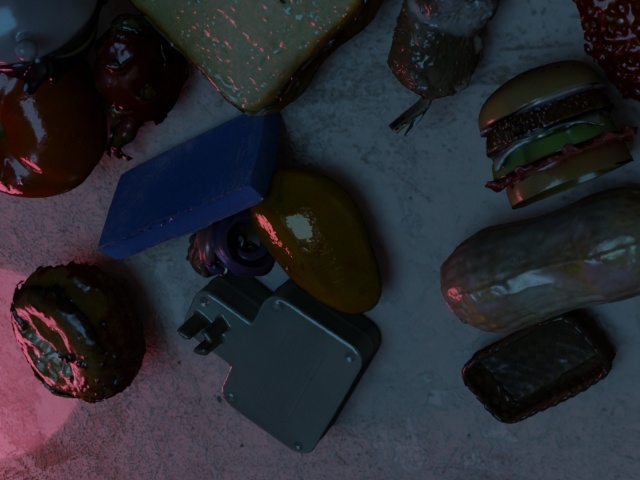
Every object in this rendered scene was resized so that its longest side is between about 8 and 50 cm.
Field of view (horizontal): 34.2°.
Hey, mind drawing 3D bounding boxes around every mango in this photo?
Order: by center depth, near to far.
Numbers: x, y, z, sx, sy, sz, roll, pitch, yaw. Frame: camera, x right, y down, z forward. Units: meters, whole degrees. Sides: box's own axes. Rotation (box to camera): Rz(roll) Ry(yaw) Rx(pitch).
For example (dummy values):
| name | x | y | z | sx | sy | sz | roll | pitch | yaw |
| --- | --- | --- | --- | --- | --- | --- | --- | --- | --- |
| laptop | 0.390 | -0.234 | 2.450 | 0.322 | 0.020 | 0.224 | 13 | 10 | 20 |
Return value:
| name | x | y | z | sx | sy | sz | roll | pitch | yaw |
| --- | --- | --- | --- | --- | --- | --- | --- | --- | --- |
| mango | 0.000 | 0.000 | 1.375 | 0.227 | 0.109 | 0.147 | 49 | 127 | 2 |

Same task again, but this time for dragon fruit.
| name | x | y | z | sx | sy | sz | roll | pitch | yaw |
| --- | --- | --- | --- | --- | --- | --- | --- | --- | --- |
| dragon fruit | -0.259 | -0.203 | 1.441 | 0.125 | 0.125 | 0.246 | 24 | 129 | -2 |

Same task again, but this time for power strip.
| name | x | y | z | sx | sy | sz | roll | pitch | yaw |
| --- | --- | --- | --- | --- | --- | --- | --- | --- | --- |
| power strip | -0.076 | 0.161 | 1.489 | 0.261 | 0.141 | 0.229 | 35 | 126 | 11 |

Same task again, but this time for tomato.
| name | x | y | z | sx | sy | sz | roll | pitch | yaw |
| --- | --- | --- | --- | --- | --- | --- | --- | --- | --- |
| tomato | -0.424 | -0.184 | 1.514 | 0.260 | 0.180 | 0.259 | 16 | 122 | 28 |

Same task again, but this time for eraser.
| name | x | y | z | sx | sy | sz | roll | pitch | yaw |
| --- | --- | --- | --- | --- | --- | --- | --- | --- | --- |
| eraser | -0.183 | -0.076 | 1.442 | 0.312 | 0.144 | 0.043 | -20 | 137 | 37 |

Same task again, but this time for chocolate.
| name | x | y | z | sx | sy | sz | roll | pitch | yaw |
| --- | --- | --- | --- | --- | --- | --- | --- | --- | --- |
| chocolate | 0.267 | 0.028 | 1.202 | 0.309 | 0.134 | 0.134 | -19 | 101 | 38 |

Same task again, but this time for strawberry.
| name | x | y | z | sx | sy | sz | roll | pitch | yaw |
| --- | --- | --- | --- | --- | --- | --- | --- | --- | --- |
| strawberry | 0.326 | -0.229 | 1.074 | 0.121 | 0.082 | 0.188 | -10 | 104 | 33 |

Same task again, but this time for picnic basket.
| name | x | y | z | sx | sy | sz | roll | pitch | yaw |
| --- | --- | --- | --- | --- | --- | --- | --- | --- | --- |
| picnic basket | 0.273 | 0.153 | 1.307 | 0.110 | 0.055 | 0.193 | 49 | 129 | -6 |

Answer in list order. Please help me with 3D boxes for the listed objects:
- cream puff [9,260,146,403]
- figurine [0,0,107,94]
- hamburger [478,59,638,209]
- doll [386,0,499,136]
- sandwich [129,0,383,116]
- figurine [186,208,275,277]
| name | x | y | z | sx | sy | sz | roll | pitch | yaw |
| --- | --- | --- | --- | --- | --- | --- | --- | --- | --- |
| cream puff | -0.380 | 0.138 | 1.657 | 0.240 | 0.164 | 0.240 | 28 | 138 | 28 |
| figurine | -0.393 | -0.359 | 1.357 | 0.281 | 0.167 | 0.369 | -19 | 67 | 2 |
| hamburger | 0.250 | -0.121 | 1.132 | 0.175 | 0.175 | 0.136 | -24 | 83 | 38 |
| doll | 0.135 | -0.222 | 1.183 | 0.115 | 0.105 | 0.221 | -126 | 38 | -50 |
| sandwich | -0.076 | -0.316 | 1.258 | 0.271 | 0.099 | 0.301 | 45 | 136 | -6 |
| figurine | -0.138 | -0.001 | 1.466 | 0.157 | 0.126 | 0.114 | -1 | 143 | 47 |
